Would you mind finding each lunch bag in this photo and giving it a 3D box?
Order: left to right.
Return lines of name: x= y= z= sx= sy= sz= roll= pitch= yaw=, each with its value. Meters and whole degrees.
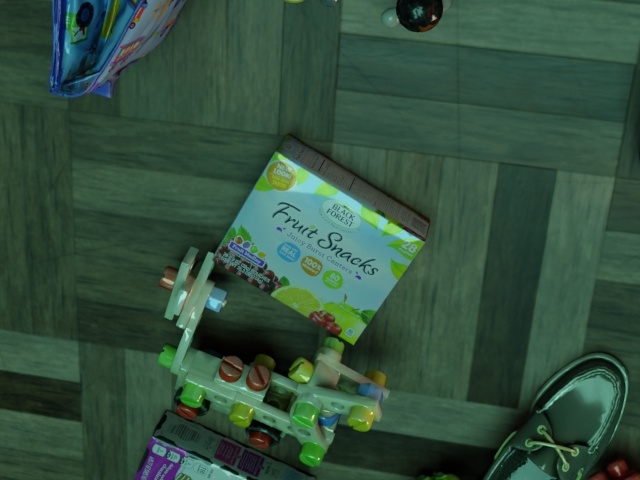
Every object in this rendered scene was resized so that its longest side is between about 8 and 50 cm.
lunch bag: x=-0.188 y=-0.283 z=1.151 sx=0.138 sy=0.221 sz=0.293 roll=23 pitch=117 yaw=1

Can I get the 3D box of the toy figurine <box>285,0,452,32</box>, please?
toy figurine: x=0.065 y=-0.326 z=1.119 sx=0.213 sy=0.148 sz=0.210 roll=20 pitch=117 yaw=2

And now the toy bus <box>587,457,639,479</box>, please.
toy bus: x=0.439 y=0.361 z=1.362 sx=0.220 sy=0.149 sz=0.212 roll=-26 pitch=81 yaw=-9

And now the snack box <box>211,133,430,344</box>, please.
snack box: x=0.000 y=0.000 z=1.327 sx=0.207 sy=0.070 sz=0.174 roll=31 pitch=117 yaw=-5

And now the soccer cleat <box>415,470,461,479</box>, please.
soccer cleat: x=0.119 y=0.418 z=1.480 sx=0.121 sy=0.093 sz=0.289 roll=39 pitch=121 yaw=0

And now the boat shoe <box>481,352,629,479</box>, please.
boat shoe: x=0.279 y=0.275 z=1.361 sx=0.109 sy=0.091 sz=0.305 roll=36 pitch=105 yaw=9

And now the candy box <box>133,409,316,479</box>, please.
candy box: x=-0.144 y=0.358 z=1.521 sx=0.233 sy=0.071 sz=0.159 roll=23 pitch=116 yaw=0

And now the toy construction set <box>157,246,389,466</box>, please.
toy construction set: x=-0.082 y=0.161 z=1.369 sx=0.327 sy=0.151 sz=0.215 roll=35 pitch=148 yaw=8
